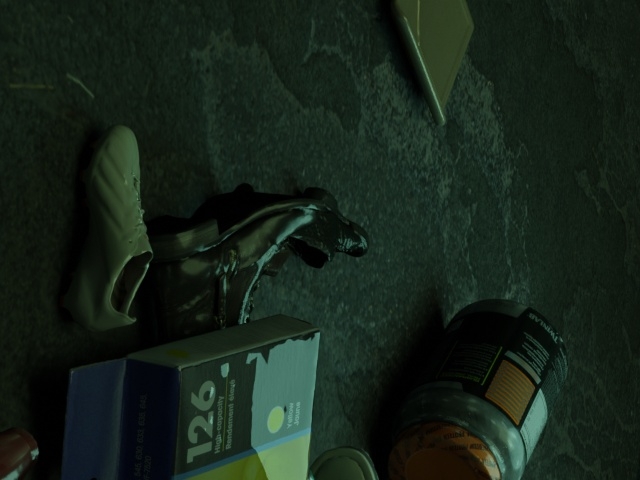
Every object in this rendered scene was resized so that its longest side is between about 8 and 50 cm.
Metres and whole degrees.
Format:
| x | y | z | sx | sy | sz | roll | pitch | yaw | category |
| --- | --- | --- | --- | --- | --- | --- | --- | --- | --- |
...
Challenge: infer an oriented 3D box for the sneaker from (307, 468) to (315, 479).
| x | y | z | sx | sy | sz | roll | pitch | yaw | category |
| --- | --- | --- | --- | --- | --- | --- | --- | --- | --- |
| -0.074 | 0.249 | 1.619 | 0.098 | 0.083 | 0.223 | -36 | 118 | -37 | sneaker |

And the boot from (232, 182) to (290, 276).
| x | y | z | sx | sy | sz | roll | pitch | yaw | category |
| --- | --- | --- | --- | --- | --- | --- | --- | --- | --- |
| -0.066 | -0.011 | 1.638 | 0.114 | 0.037 | 0.106 | -1 | 103 | -62 | boot |

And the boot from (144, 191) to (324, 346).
| x | y | z | sx | sy | sz | roll | pitch | yaw | category |
| --- | --- | --- | --- | --- | --- | --- | --- | --- | --- |
| -0.092 | 0.075 | 1.518 | 0.263 | 0.091 | 0.229 | -19 | 109 | -42 | boot |

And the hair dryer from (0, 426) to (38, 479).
| x | y | z | sx | sy | sz | roll | pitch | yaw | category |
| --- | --- | --- | --- | --- | --- | --- | --- | --- | --- |
| -0.309 | 0.257 | 1.103 | 0.293 | 0.080 | 0.223 | -59 | 163 | -25 | hair dryer |

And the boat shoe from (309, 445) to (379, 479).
| x | y | z | sx | sy | sz | roll | pitch | yaw | category |
| --- | --- | --- | --- | --- | --- | --- | --- | --- | --- |
| 0.030 | 0.395 | 1.781 | 0.097 | 0.117 | 0.324 | -26 | 119 | -66 | boat shoe |

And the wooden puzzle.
| x | y | z | sx | sy | sz | roll | pitch | yaw | category |
| --- | --- | --- | --- | --- | --- | --- | --- | --- | --- |
| 0.153 | -0.316 | 2.069 | 0.221 | 0.044 | 0.238 | 64 | 33 | -43 | wooden puzzle |

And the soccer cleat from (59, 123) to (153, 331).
| x | y | z | sx | sy | sz | roll | pitch | yaw | category |
| --- | --- | --- | --- | --- | --- | --- | --- | --- | --- |
| -0.184 | -0.012 | 1.351 | 0.068 | 0.076 | 0.196 | 33 | 62 | -60 | soccer cleat |

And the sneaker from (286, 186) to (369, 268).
| x | y | z | sx | sy | sz | roll | pitch | yaw | category |
| --- | --- | --- | --- | --- | --- | --- | --- | --- | --- |
| 0.002 | 0.000 | 1.768 | 0.170 | 0.051 | 0.089 | 49 | 49 | -48 | sneaker |

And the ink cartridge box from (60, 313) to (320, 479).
| x | y | z | sx | sy | sz | roll | pitch | yaw | category |
| --- | --- | --- | --- | --- | --- | --- | --- | --- | --- |
| -0.121 | 0.243 | 1.406 | 0.307 | 0.072 | 0.303 | -13 | 113 | -55 | ink cartridge box |

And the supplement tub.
| x | y | z | sx | sy | sz | roll | pitch | yaw | category |
| --- | --- | --- | --- | --- | --- | --- | --- | --- | --- |
| 0.219 | 0.238 | 2.061 | 0.316 | 0.194 | 0.193 | -51 | 136 | -50 | supplement tub |
